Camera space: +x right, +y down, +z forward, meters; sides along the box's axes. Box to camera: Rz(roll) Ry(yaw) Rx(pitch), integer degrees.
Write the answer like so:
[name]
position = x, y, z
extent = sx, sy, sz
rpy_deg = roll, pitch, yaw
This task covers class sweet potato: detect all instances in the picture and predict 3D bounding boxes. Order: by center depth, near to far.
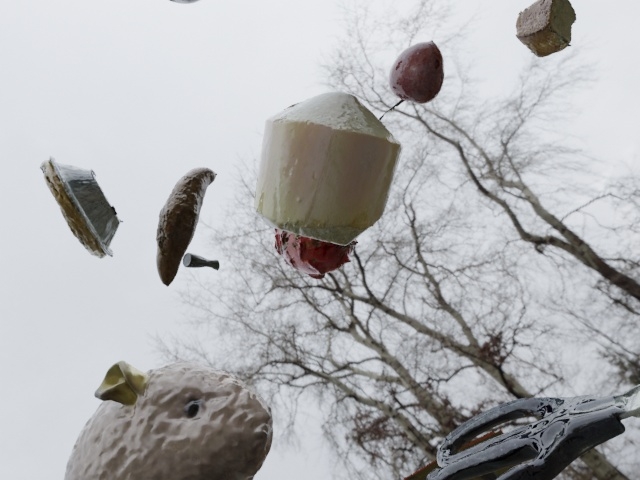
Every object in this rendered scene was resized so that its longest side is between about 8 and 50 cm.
[sweet potato]
position = -0.343, -0.059, 1.267
extent = 0.114, 0.092, 0.342
rpy_deg = 66, -147, -58

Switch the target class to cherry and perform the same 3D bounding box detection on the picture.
[cherry]
position = 0.170, -0.276, 0.996
extent = 0.106, 0.090, 0.226
rpy_deg = 23, -68, 5

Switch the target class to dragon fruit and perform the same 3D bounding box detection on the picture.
[dragon fruit]
position = 0.000, 0.000, 1.373
extent = 0.205, 0.268, 0.210
rpy_deg = -15, -83, -45

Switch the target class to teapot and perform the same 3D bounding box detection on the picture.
[teapot]
position = -0.338, 0.063, 1.466
extent = 0.110, 0.042, 0.043
rpy_deg = 16, -73, -50

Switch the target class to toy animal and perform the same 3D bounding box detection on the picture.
[toy animal]
position = -0.223, 0.305, 0.685
extent = 0.358, 0.226, 0.188
rpy_deg = -46, -28, -1

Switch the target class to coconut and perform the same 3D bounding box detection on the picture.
[coconut]
position = 0.012, -0.126, 0.859
extent = 0.239, 0.239, 0.245
rpy_deg = 11, -84, -38

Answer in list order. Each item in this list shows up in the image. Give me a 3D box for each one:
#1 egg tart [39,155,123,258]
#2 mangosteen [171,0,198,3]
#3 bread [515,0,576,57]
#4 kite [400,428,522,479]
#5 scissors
[egg tart]
position = -0.481, -0.072, 1.052
extent = 0.094, 0.234, 0.234
rpy_deg = -31, -50, -17
[mangosteen]
position = -0.268, -0.600, 1.008
extent = 0.211, 0.211, 0.250
rpy_deg = 29, -83, -42
[bread]
position = 0.385, -0.367, 0.876
extent = 0.083, 0.070, 0.077
rpy_deg = 19, -101, -36
[kite]
position = 0.181, 0.433, 0.759
extent = 0.327, 0.013, 0.378
rpy_deg = 15, -74, -14
[scissors]
position = 0.189, 0.095, 0.304
extent = 0.300, 0.022, 0.109
rpy_deg = -37, -4, 28
